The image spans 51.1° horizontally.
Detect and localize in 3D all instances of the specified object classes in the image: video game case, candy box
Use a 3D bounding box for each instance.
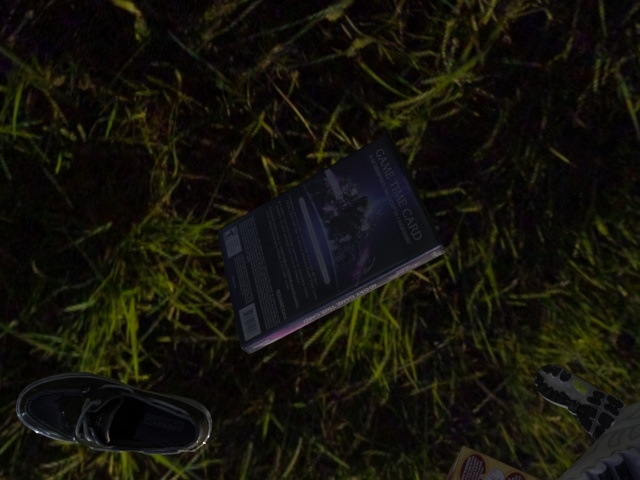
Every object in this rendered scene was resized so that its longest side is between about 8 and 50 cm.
[{"bbox_3d":[0.000,0.000,0.850,0.274,0.196,0.026,-28,141,13],"label":"video game case"},{"bbox_3d":[0.401,0.526,1.307,0.316,0.087,0.183,22,151,15],"label":"candy box"}]

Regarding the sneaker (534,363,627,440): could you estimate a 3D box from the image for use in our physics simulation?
[{"bbox_3d":[0.630,0.376,1.536,0.118,0.279,0.107,16,110,-48],"label":"sneaker"}]

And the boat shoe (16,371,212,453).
[{"bbox_3d":[-0.230,0.189,0.731,0.219,0.070,0.077,6,82,2],"label":"boat shoe"}]

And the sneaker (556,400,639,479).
[{"bbox_3d":[0.380,0.262,0.803,0.292,0.118,0.110,-26,97,-14],"label":"sneaker"}]
